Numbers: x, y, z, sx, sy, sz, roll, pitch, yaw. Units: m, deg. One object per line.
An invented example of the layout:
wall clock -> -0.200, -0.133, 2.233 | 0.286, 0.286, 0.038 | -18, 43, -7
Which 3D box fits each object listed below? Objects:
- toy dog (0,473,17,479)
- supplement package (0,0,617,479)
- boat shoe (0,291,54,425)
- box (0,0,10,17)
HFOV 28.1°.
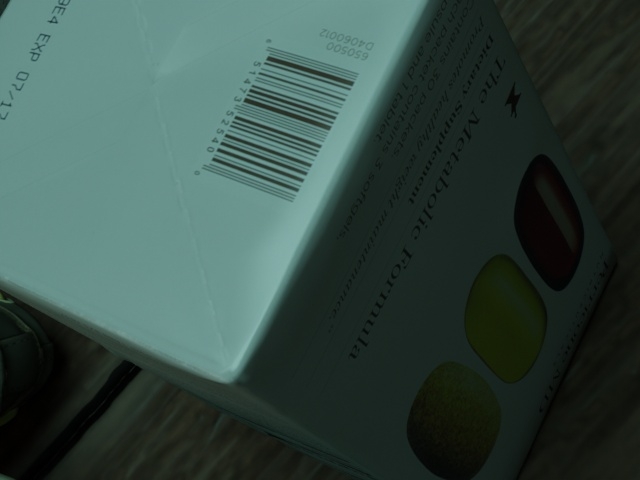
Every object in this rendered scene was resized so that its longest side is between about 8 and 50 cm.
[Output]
toy dog -> -0.205, 0.294, 0.400 | 0.408, 0.284, 0.395 | -39, 56, 5
supplement package -> 0.000, 0.000, 0.453 | 0.133, 0.244, 0.139 | 21, 79, 29
boat shoe -> -0.275, 0.071, 0.628 | 0.304, 0.091, 0.109 | -6, 91, 23
box -> -0.209, -0.085, 0.643 | 0.091, 0.130, 0.170 | 26, 80, 30
